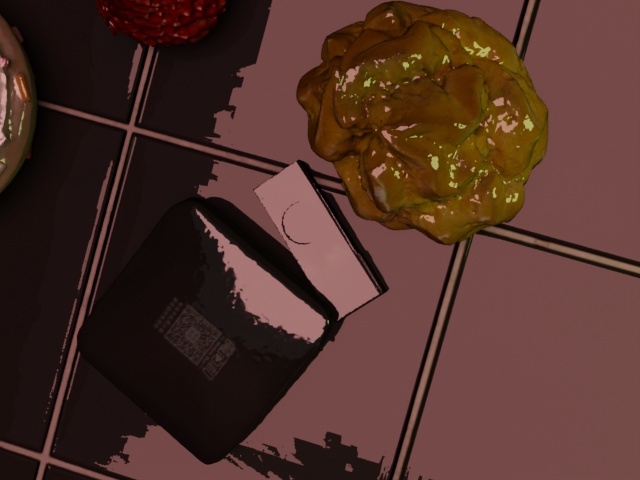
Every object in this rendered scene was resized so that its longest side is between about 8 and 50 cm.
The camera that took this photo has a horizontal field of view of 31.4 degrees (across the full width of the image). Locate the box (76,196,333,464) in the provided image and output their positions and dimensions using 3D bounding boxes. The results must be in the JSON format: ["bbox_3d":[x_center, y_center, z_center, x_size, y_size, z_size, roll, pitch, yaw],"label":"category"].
[{"bbox_3d":[-0.162,0.126,1.576,0.289,0.073,0.290,40,106,7],"label":"box"}]

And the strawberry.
[{"bbox_3d":[-0.223,-0.363,1.496,0.205,0.244,0.205,0,91,11],"label":"strawberry"}]

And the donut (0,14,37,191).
[{"bbox_3d":[-0.572,-0.189,1.609,0.383,0.142,0.382,0,91,10],"label":"donut"}]

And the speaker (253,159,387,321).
[{"bbox_3d":[0.000,0.000,1.573,0.082,0.044,0.218,-32,87,9],"label":"speaker"}]

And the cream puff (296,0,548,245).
[{"bbox_3d":[0.129,-0.150,1.446,0.291,0.257,0.324,-29,87,13],"label":"cream puff"}]
